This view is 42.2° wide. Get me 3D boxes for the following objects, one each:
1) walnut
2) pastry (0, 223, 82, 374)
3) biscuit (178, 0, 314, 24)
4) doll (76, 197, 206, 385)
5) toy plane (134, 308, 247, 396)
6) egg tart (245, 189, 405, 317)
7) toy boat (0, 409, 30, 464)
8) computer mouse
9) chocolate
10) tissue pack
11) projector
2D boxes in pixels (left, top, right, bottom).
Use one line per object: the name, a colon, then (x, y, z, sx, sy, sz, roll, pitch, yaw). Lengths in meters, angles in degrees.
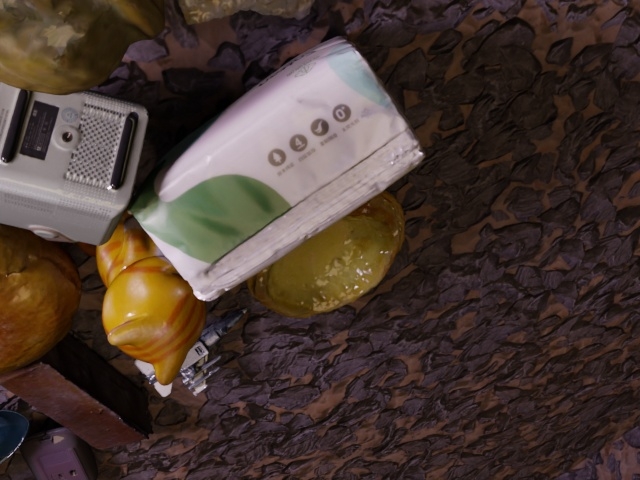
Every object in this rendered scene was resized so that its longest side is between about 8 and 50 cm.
walnut: (-0.280, -0.305, 0.863, 0.253, 0.281, 0.277, 1, 158, 31)
pastry: (-0.523, 0.080, 1.196, 0.356, 0.163, 0.356, -15, 138, -14)
biscuit: (-0.068, -0.360, 1.057, 0.265, 0.040, 0.188, -32, 136, 10)
doll: (-0.248, 0.056, 1.216, 0.162, 0.269, 0.167, -41, 131, 11)
toy plane: (-0.231, 0.199, 1.504, 0.234, 0.082, 0.160, -32, 110, 7)
egg tart: (0.000, 0.000, 1.382, 0.294, 0.123, 0.294, -16, 139, -14)
toy boat: (-0.652, 0.381, 1.468, 0.296, 0.114, 0.122, -23, 157, -3)
computer mouse: (-0.508, 0.427, 1.617, 0.120, 0.057, 0.232, -15, 139, -10)
chocolate: (-0.429, 0.268, 1.465, 0.112, 0.111, 0.321, -24, 138, 11)
tissue pack: (-0.061, -0.107, 1.127, 0.357, 0.266, 0.193, -34, 106, 8)
projector: (-0.330, -0.093, 1.054, 0.177, 0.163, 0.242, 14, 165, -16)
